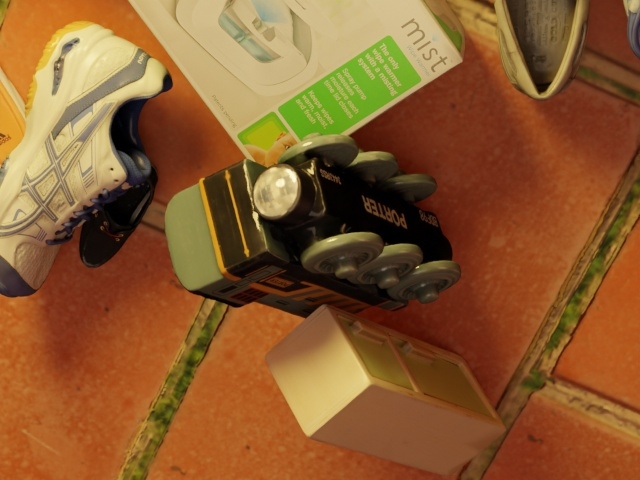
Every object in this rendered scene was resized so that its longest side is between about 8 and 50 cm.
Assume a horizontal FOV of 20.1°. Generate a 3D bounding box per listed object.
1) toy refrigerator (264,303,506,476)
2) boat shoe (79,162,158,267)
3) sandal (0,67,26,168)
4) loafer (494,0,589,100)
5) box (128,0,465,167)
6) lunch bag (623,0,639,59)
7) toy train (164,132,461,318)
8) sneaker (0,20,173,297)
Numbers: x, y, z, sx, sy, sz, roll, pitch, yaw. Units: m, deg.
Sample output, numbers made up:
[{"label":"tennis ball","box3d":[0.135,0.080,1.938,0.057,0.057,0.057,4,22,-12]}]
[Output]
[{"label":"toy refrigerator","box3d":[0.072,0.151,1.795,0.094,0.102,0.269,-42,146,18]},{"label":"boat shoe","box3d":[-0.211,-0.023,1.855,0.049,0.042,0.133,31,112,-11]},{"label":"sandal","box3d":[-0.371,-0.172,1.781,0.102,0.076,0.265,-32,108,14]},{"label":"loafer","box3d":[0.209,-0.287,1.683,0.112,0.111,0.319,-5,112,5]},{"label":"box","box3d":[-0.027,-0.229,1.715,0.231,0.127,0.262,-31,107,17]},{"label":"lunch bag","box3d":[0.397,-0.278,1.541,0.243,0.115,0.303,10,128,-1]},{"label":"toy train","box3d":[0.000,0.000,1.727,0.190,0.334,0.142,-22,71,23]},{"label":"sneaker","box3d":[-0.241,-0.061,1.784,0.131,0.112,0.296,25,110,9]}]
